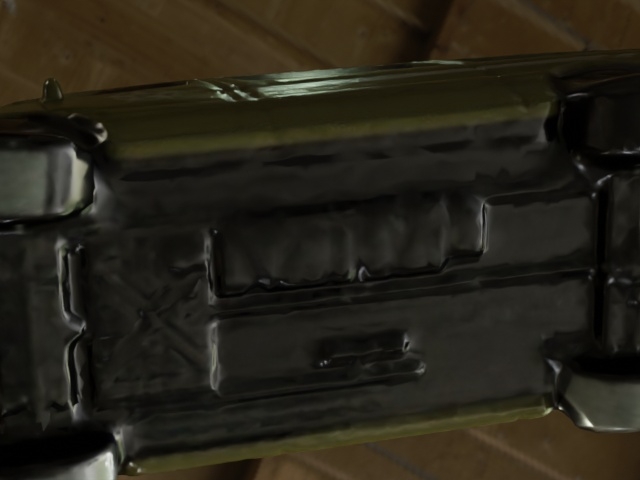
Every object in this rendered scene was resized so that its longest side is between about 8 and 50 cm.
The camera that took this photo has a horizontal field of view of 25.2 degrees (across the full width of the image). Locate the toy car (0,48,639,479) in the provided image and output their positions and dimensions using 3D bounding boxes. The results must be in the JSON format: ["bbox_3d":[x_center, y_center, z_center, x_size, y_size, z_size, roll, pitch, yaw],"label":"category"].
[{"bbox_3d":[0.000,0.000,0.401,0.257,0.124,0.101,-6,-74,-16],"label":"toy car"}]
